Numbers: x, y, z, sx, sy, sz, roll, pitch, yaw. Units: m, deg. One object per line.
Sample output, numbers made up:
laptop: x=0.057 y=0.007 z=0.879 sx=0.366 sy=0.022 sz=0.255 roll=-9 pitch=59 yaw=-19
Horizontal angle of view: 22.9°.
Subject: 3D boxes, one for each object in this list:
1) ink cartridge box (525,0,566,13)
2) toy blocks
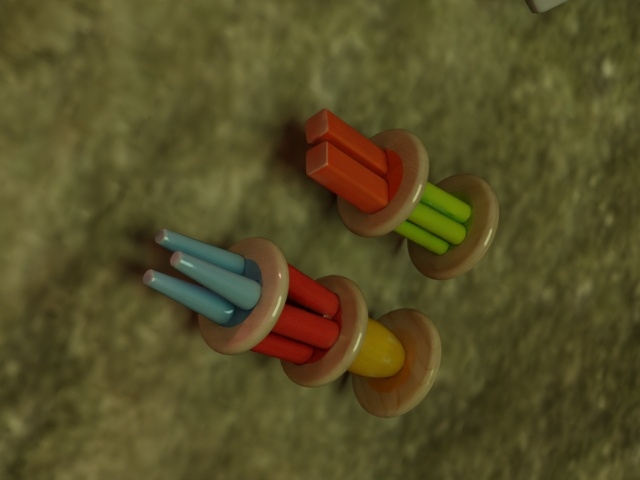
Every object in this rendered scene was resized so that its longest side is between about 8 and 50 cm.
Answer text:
ink cartridge box: x=0.149 y=-0.241 z=0.683 sx=0.224 sy=0.045 sz=0.223 roll=-25 pitch=123 yaw=8
toy blocks: x=0.000 y=0.000 z=0.685 sx=0.148 sy=0.054 sz=0.123 roll=27 pitch=83 yaw=-40
